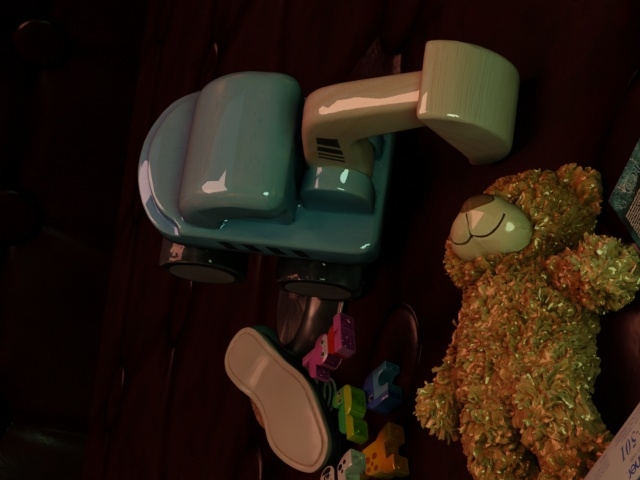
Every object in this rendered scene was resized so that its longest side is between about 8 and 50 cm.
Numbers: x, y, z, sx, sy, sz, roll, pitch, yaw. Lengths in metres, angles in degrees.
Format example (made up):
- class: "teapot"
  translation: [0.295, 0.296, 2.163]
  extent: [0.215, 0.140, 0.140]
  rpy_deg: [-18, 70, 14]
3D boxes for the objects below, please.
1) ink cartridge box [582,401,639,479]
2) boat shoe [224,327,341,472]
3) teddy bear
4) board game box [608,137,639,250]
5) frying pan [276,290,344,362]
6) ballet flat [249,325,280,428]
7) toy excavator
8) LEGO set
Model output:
- class: "ink cartridge box"
  translation: [0.207, 0.188, 0.924]
  extent: [0.046, 0.097, 0.207]
  rpy_deg: [-98, 27, -49]
- class: "boat shoe"
  translation: [-0.032, 0.193, 1.700]
  extent: [0.095, 0.079, 0.254]
  rpy_deg: [-61, 36, 8]
- class: "teddy bear"
  translation: [0.157, 0.086, 1.138]
  extent: [0.245, 0.113, 0.338]
  rpy_deg: [150, 130, -65]
- class: "board game box"
  translation: [0.273, -0.073, 1.028]
  extent: [0.126, 0.026, 0.186]
  rpy_deg: [-105, 32, -58]
- class: "frying pan"
  translation: [0.005, 0.014, 1.791]
  extent: [0.197, 0.053, 0.326]
  rpy_deg: [-117, 39, -63]
- class: "ballet flat"
  translation: [-0.072, 0.185, 1.872]
  extent: [0.206, 0.073, 0.067]
  rpy_deg: [-106, 18, -64]
- class: "toy excavator"
  translation: [-0.007, -0.091, 1.539]
  extent: [0.445, 0.433, 0.222]
  rpy_deg: [62, -145, -72]
- class: "LEGO set"
  translation: [0.032, 0.201, 1.483]
  extent: [0.093, 0.087, 0.227]
  rpy_deg: [-44, 34, 35]
